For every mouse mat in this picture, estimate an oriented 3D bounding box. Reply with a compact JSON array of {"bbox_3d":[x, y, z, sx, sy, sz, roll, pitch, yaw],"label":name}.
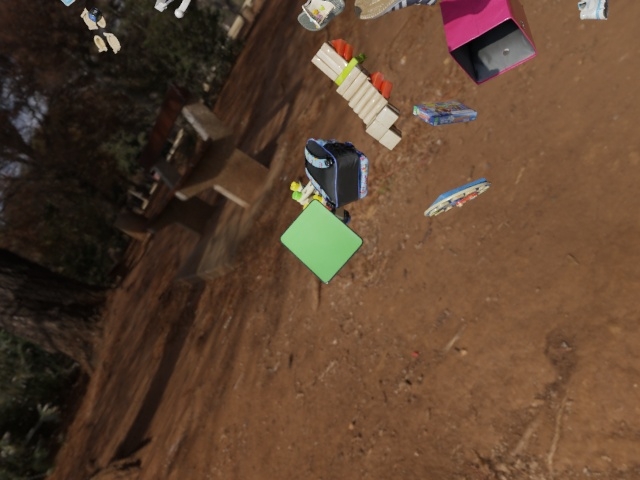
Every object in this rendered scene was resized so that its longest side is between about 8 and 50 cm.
[{"bbox_3d":[0.000,0.000,1.472,0.152,0.190,0.007,-48,-22,3],"label":"mouse mat"}]

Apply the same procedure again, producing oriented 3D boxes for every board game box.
[{"bbox_3d":[0.478,-0.491,2.177,0.136,0.201,0.035,-130,35,-48],"label":"board game box"}]

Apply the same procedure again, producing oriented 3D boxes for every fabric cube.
[{"bbox_3d":[0.639,-0.809,2.166,0.259,0.254,0.258,-22,58,34],"label":"fabric cube"}]

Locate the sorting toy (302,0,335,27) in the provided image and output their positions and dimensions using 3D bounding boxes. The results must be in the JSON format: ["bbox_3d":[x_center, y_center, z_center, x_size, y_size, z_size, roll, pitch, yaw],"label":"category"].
[{"bbox_3d":[-0.013,-0.661,1.628,0.083,0.075,0.045,-55,20,-15],"label":"sorting toy"}]

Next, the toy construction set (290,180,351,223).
[{"bbox_3d":[0.005,-0.089,1.800,0.215,0.151,0.327,-35,58,42],"label":"toy construction set"}]

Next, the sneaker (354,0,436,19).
[{"bbox_3d":[0.246,-0.746,1.732,0.282,0.153,0.099,-10,90,47],"label":"sneaker"}]

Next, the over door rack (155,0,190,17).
[{"bbox_3d":[-0.432,-0.640,1.358,0.324,0.240,0.108,19,84,54],"label":"over door rack"}]

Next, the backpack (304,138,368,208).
[{"bbox_3d":[0.032,-0.186,1.455,0.173,0.117,0.158,46,147,48],"label":"backpack"}]

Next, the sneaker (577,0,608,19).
[{"bbox_3d":[0.788,-0.701,1.631,0.083,0.071,0.190,1,49,36],"label":"sneaker"}]

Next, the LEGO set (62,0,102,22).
[{"bbox_3d":[-0.524,-0.571,1.164,0.182,0.244,0.060,1,52,47],"label":"LEGO set"}]

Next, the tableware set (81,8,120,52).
[{"bbox_3d":[-0.777,-0.739,2.001,0.141,0.168,0.020,8,43,41],"label":"tableware set"}]

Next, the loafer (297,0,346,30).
[{"bbox_3d":[0.014,-0.873,2.141,0.251,0.094,0.087,-5,53,48],"label":"loafer"}]

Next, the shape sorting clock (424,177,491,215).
[{"bbox_3d":[0.394,-0.116,1.623,0.206,0.040,0.206,-23,-13,-6],"label":"shape sorting clock"}]

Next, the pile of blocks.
[{"bbox_3d":[0.128,-0.406,1.480,0.149,0.362,0.112,-11,-29,-50],"label":"pile of blocks"}]
